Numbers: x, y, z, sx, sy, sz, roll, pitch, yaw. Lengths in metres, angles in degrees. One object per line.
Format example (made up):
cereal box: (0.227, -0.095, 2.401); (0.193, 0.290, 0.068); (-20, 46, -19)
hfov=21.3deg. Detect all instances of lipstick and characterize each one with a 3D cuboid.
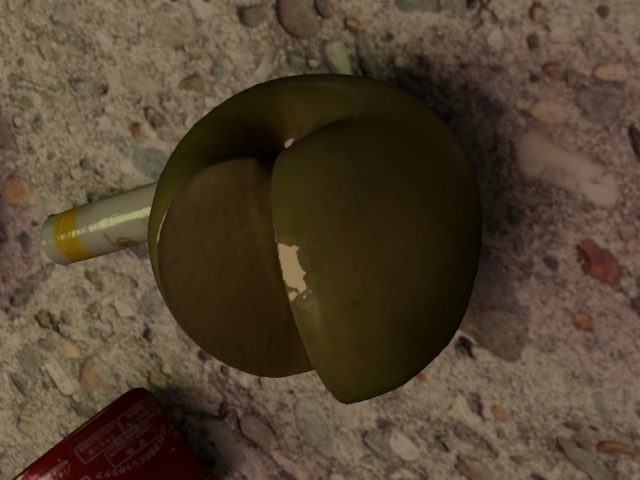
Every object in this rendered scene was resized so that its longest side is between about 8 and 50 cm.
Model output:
lipstick: (-0.179, -0.027, 1.727); (0.264, 0.059, 0.059); (-15, 104, 39)

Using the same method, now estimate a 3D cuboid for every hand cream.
hand cream: (-0.234, 0.271, 1.809); (0.230, 0.230, 0.149); (-34, 91, 41)

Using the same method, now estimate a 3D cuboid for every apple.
apple: (0.000, 0.000, 1.471); (0.292, 0.292, 0.254); (3, 134, 34)
